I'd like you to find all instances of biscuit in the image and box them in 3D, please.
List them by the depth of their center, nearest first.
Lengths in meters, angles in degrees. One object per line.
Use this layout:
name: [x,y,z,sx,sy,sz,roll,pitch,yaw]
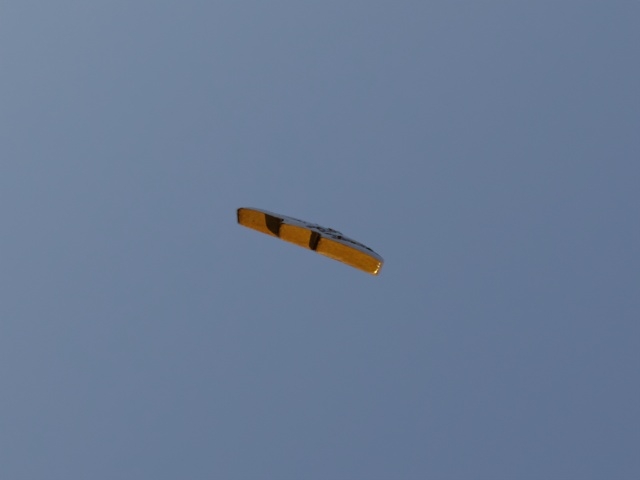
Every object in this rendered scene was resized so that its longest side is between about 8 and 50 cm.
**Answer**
biscuit: [0.000,0.000,1.009,0.092,0.082,0.016,19,-91,49]
